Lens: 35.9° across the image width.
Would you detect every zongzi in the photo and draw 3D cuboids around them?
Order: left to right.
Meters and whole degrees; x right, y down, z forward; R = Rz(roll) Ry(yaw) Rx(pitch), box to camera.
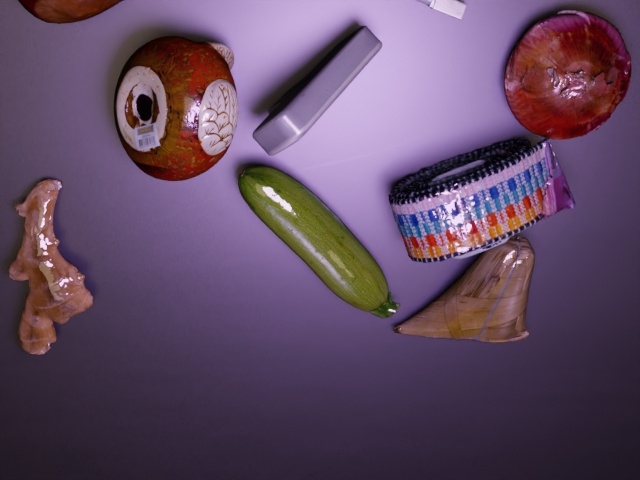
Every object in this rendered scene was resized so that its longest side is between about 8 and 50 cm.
[{"bbox_3d":[0.266,0.091,1.839,0.256,0.115,0.228,2,125,3],"label":"zongzi"}]

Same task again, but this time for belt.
[{"bbox_3d":[0.276,-0.062,1.755,0.295,0.207,0.161,-22,104,-12],"label":"belt"}]

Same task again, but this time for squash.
[{"bbox_3d":[0.000,0.000,1.802,0.107,0.107,0.395,-43,107,9],"label":"squash"}]

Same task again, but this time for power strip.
[{"bbox_3d":[-0.018,-0.245,1.686,0.059,0.193,0.265,46,63,-13],"label":"power strip"}]

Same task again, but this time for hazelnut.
[{"bbox_3d":[-0.402,-0.446,1.624,0.201,0.160,0.170,-24,127,-35],"label":"hazelnut"}]

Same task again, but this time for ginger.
[{"bbox_3d":[-0.499,0.055,1.806,0.147,0.081,0.334,0,107,12],"label":"ginger"}]

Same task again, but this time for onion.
[{"bbox_3d":[0.440,-0.284,1.716,0.229,0.163,0.230,-2,101,-9],"label":"onion"}]

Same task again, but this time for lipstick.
[{"bbox_3d":[0.190,-0.422,1.723,0.129,0.030,0.030,19,105,-10],"label":"lipstick"}]

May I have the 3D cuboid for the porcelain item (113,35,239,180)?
[{"bbox_3d":[-0.224,-0.224,1.688,0.252,0.253,0.253,-1,107,-4],"label":"porcelain item"}]
